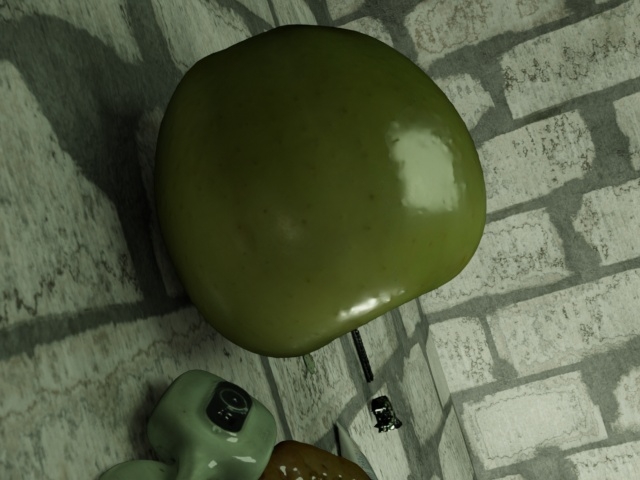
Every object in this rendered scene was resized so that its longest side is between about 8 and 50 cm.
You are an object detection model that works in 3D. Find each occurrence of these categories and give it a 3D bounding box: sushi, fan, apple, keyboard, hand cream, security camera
[{"bbox_3d":[0.157,0.424,1.893,0.084,0.056,0.083,19,54,-74],"label":"sushi"},{"bbox_3d":[-0.023,0.246,1.525,0.083,0.004,0.056,-84,153,-59],"label":"fan"},{"bbox_3d":[-0.012,-0.072,1.083,0.473,0.473,0.474,-18,90,-76],"label":"apple"},{"bbox_3d":[0.101,0.262,1.964,0.060,0.018,0.196,-26,99,-79],"label":"keyboard"},{"bbox_3d":[0.084,0.484,1.528,0.248,0.083,0.133,-109,172,-47],"label":"hand cream"},{"bbox_3d":[-0.134,0.242,0.832,0.157,0.080,0.301,33,18,-3],"label":"security camera"}]

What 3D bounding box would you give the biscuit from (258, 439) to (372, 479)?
[{"bbox_3d":[0.019,0.418,0.973,0.359,0.046,0.359,34,34,-27],"label":"biscuit"}]
